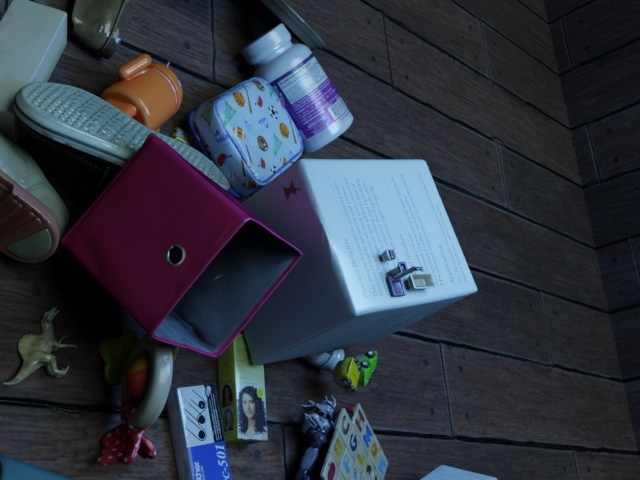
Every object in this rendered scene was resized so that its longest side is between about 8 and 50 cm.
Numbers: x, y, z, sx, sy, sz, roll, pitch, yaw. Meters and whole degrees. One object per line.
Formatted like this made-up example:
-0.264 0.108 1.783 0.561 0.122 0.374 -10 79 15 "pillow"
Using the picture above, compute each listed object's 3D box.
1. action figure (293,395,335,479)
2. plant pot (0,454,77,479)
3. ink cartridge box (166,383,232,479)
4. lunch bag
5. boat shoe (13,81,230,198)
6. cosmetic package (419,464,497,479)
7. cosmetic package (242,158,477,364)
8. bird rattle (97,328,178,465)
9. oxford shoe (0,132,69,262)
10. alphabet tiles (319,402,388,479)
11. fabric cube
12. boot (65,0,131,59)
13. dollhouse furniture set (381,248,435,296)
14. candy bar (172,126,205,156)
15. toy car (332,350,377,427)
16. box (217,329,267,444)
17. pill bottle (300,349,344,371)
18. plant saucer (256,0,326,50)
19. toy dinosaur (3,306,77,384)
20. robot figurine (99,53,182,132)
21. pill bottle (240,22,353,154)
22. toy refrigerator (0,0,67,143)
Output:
-0.007 0.465 1.864 0.185 0.099 0.285 50 46 -44 "action figure"
-0.380 0.492 1.256 0.334 0.341 0.341 33 49 -26 "plant pot"
-0.235 0.386 1.682 0.097 0.046 0.207 2 71 -48 "ink cartridge box"
-0.166 -0.232 1.997 0.243 0.115 0.303 61 32 -12 "lunch bag"
-0.374 -0.142 1.634 0.500 0.156 0.187 25 24 -55 "boat shoe"
0.229 0.695 1.938 0.453 0.161 0.230 -14 105 -51 "cosmetic package"
0.049 0.039 1.853 0.394 0.327 0.329 -4 70 -44 "cosmetic package"
-0.322 0.261 1.529 0.143 0.207 0.253 21 46 -21 "bird rattle"
-0.588 -0.137 1.479 0.397 0.140 0.146 54 17 -19 "oxford shoe"
0.082 0.543 1.919 0.342 0.011 0.285 65 33 -36 "alphabet tiles"
-0.237 0.015 1.529 0.258 0.254 0.259 41 1 24 "fabric cube"
-0.451 -0.532 1.833 0.115 0.112 0.305 26 56 -28 "boot"
0.191 0.050 1.675 0.114 0.081 0.091 1 67 -43 "dollhouse furniture set"
-0.267 -0.202 1.951 0.161 0.018 0.040 34 45 -35 "candy bar"
0.078 0.330 2.028 0.225 0.053 0.239 -51 146 -57 "toy car"
-0.163 0.300 1.800 0.087 0.058 0.232 16 60 -45 "box"
-0.014 0.243 1.988 0.137 0.078 0.078 36 48 -35 "pill bottle"
-0.098 -0.576 2.207 0.278 0.041 0.278 43 5 -5 "plant saucer"
-0.479 0.202 1.493 0.092 0.053 0.183 33 40 -16 "toy dinosaur"
-0.366 -0.286 1.785 0.158 0.128 0.219 54 40 -16 "robot figurine"
-0.063 -0.378 2.159 0.301 0.169 0.169 56 40 -14 "pill bottle"
-0.555 -0.310 1.583 0.102 0.094 0.269 16 54 -7 "toy refrigerator"
